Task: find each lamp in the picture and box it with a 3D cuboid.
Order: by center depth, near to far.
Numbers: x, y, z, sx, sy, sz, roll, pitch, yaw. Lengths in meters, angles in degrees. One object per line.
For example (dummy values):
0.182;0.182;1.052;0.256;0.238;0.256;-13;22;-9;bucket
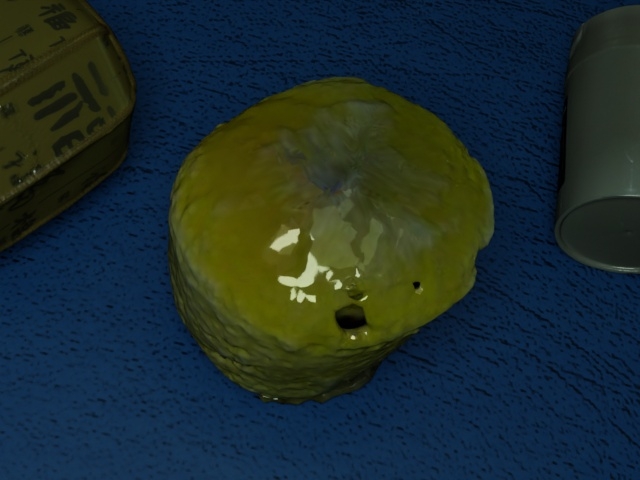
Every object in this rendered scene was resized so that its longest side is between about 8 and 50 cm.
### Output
-0.222;-0.080;0.718;0.161;0.161;0.185;44;62;14;lamp

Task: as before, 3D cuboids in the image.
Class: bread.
-0.001;0.002;0.701;0.197;0.170;0.197;6;59;-10;bread

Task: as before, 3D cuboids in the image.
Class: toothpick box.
0.238;-0.078;0.829;0.111;0.111;0.181;14;60;-3;toothpick box
